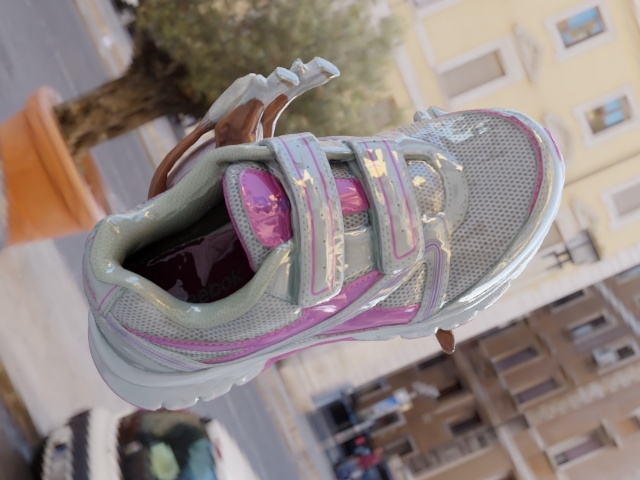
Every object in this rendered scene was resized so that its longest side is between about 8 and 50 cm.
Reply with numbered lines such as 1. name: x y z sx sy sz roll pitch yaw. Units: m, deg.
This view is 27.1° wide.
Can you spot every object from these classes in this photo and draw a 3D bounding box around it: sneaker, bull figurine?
1. sneaker: 0.000 0.000 0.629 0.111 0.252 0.103 74 -9 -67
2. bull figurine: 0.026 -0.024 1.037 0.310 0.188 0.101 17 26 -26
